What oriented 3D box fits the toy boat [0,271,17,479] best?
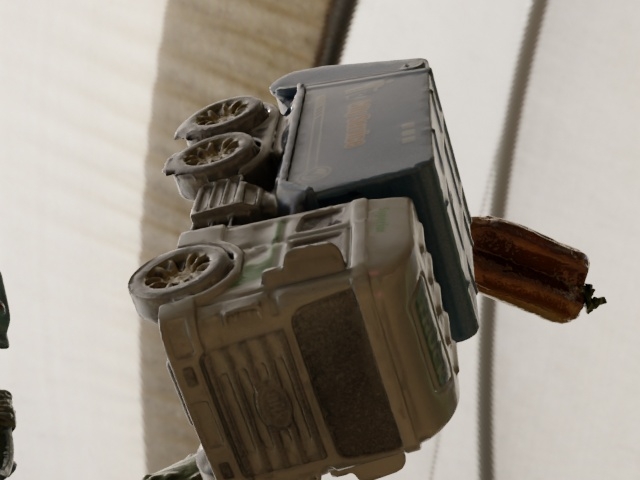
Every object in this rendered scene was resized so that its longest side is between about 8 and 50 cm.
[{"bbox_3d":[-0.314,0.119,1.174,0.098,0.238,0.109,-34,-34,22],"label":"toy boat"}]

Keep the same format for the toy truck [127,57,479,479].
[{"bbox_3d":[0.000,0.000,0.812,0.175,0.367,0.146,-14,-64,11],"label":"toy truck"}]

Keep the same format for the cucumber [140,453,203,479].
[{"bbox_3d":[-0.197,0.324,1.424,0.244,0.134,0.134,-19,-39,-26],"label":"cucumber"}]

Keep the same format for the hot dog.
[{"bbox_3d":[0.175,0.025,1.159,0.188,0.055,0.072,21,-104,-36],"label":"hot dog"}]
